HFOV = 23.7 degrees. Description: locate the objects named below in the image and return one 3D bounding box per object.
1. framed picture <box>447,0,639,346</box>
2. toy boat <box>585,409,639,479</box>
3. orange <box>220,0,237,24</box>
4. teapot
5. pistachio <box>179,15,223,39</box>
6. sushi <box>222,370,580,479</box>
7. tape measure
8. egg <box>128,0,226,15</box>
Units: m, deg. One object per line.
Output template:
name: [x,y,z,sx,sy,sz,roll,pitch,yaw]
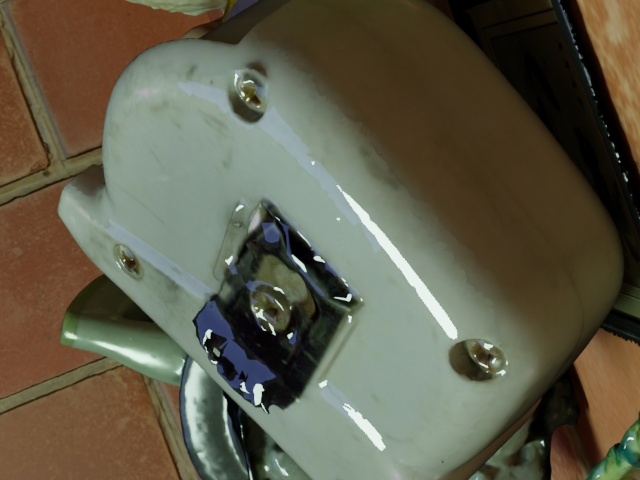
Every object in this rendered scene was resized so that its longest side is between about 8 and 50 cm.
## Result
framed picture: [0.115,-0.042,0.737,0.199,0.010,0.195,-149,37,-82]
toy boat: [0.149,0.124,0.640,0.293,0.099,0.108,107,141,-71]
orange: [0.000,-0.158,0.845,0.170,0.112,0.160,104,162,-61]
teapot: [-0.019,0.114,1.256,0.239,0.321,0.239,-66,-36,-75]
pistachio: [-0.027,-0.093,1.266,0.229,0.157,0.157,53,-177,-27]
sushi: [0.035,0.057,0.968,0.171,0.211,0.350,-114,8,-83]
tape measure: [0.000,0.000,0.741,0.258,0.130,0.265,46,148,14]
egg: [-0.095,-0.256,1.007,0.203,0.203,0.245,64,-175,36]
